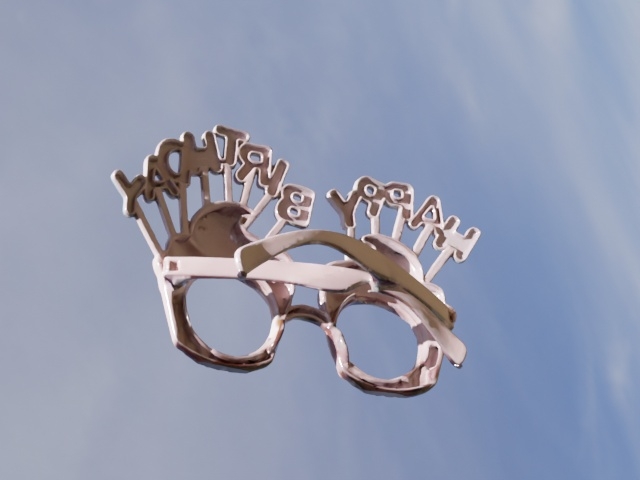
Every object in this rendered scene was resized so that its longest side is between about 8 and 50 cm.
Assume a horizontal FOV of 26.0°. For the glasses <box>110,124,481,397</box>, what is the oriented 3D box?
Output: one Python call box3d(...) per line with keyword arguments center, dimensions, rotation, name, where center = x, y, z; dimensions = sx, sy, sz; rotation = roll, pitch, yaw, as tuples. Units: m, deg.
box3d(center=(-0.003, -0.002, 0.858), dimensions=(0.255, 0.095, 0.162), rotation=(14, -129, -22), name="glasses")
